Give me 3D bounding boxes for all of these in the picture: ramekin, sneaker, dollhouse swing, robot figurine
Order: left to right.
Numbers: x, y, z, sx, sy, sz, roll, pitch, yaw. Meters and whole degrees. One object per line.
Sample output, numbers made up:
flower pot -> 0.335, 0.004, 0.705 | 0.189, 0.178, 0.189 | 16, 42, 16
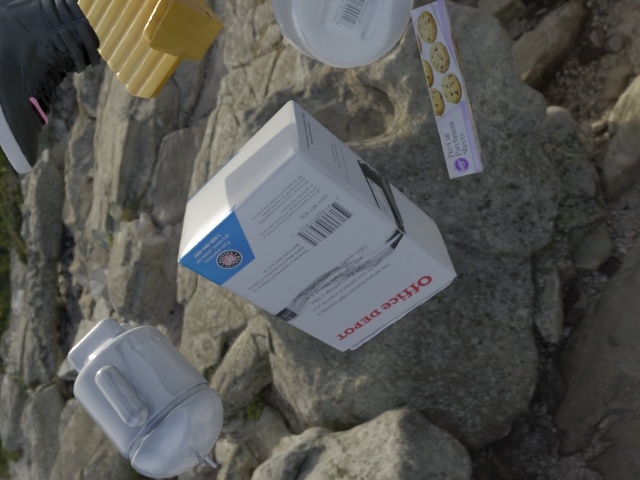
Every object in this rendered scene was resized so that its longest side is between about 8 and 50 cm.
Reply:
sneaker -> -0.376, -0.234, 0.741 | 0.104, 0.146, 0.296 | 114, 142, -65
dollhouse swing -> -0.450, -0.507, 1.157 | 0.305, 0.315, 0.347 | -38, 90, 18
robot figurine -> -0.331, 0.309, 1.050 | 0.353, 0.300, 0.200 | 42, 85, 15
ramekin -> 0.049, -0.480, 1.070 | 0.277, 0.277, 0.135 | -58, 30, 20

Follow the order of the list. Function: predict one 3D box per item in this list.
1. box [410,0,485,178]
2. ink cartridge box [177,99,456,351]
box -> 0.244, -0.283, 1.023 | 0.067, 0.063, 0.324 | -10, 101, 25
ink cartridge box -> 0.000, 0.000, 0.951 | 0.285, 0.395, 0.166 | -38, 36, 25
